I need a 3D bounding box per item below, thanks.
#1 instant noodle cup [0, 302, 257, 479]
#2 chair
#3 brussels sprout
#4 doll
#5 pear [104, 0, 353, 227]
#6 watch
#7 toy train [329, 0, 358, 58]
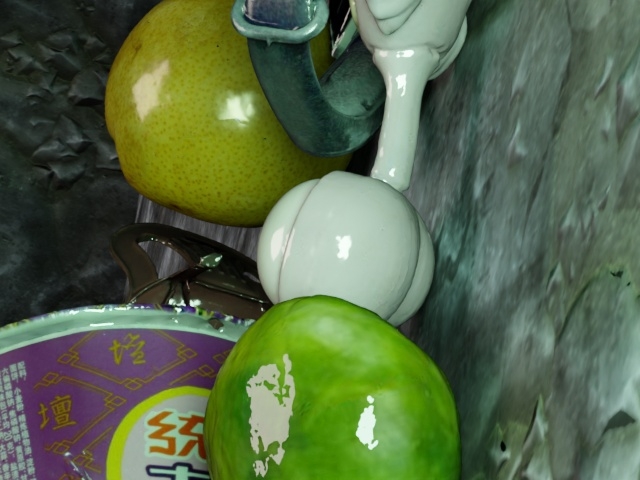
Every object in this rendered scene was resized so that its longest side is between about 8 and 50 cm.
[{"bbox_3d":[-0.119,0.241,1.239,0.340,0.340,0.266,111,154,-45],"label":"instant noodle cup"},{"bbox_3d":[-0.100,0.094,1.613,0.326,0.176,0.183,-163,93,-77],"label":"chair"},{"bbox_3d":[0.005,0.122,1.078,0.144,0.161,0.180,-43,-33,-29],"label":"brussels sprout"},{"bbox_3d":[0.041,-0.075,1.192,0.160,0.094,0.365,40,-116,-72],"label":"doll"},{"bbox_3d":[-0.074,-0.108,1.554,0.209,0.209,0.208,-169,90,-80],"label":"pear"},{"bbox_3d":[0.016,-0.166,1.292,0.206,0.068,0.193,-47,-42,-47],"label":"watch"},{"bbox_3d":[0.037,-0.191,1.524,0.252,0.048,0.055,-90,24,-69],"label":"toy train"}]
